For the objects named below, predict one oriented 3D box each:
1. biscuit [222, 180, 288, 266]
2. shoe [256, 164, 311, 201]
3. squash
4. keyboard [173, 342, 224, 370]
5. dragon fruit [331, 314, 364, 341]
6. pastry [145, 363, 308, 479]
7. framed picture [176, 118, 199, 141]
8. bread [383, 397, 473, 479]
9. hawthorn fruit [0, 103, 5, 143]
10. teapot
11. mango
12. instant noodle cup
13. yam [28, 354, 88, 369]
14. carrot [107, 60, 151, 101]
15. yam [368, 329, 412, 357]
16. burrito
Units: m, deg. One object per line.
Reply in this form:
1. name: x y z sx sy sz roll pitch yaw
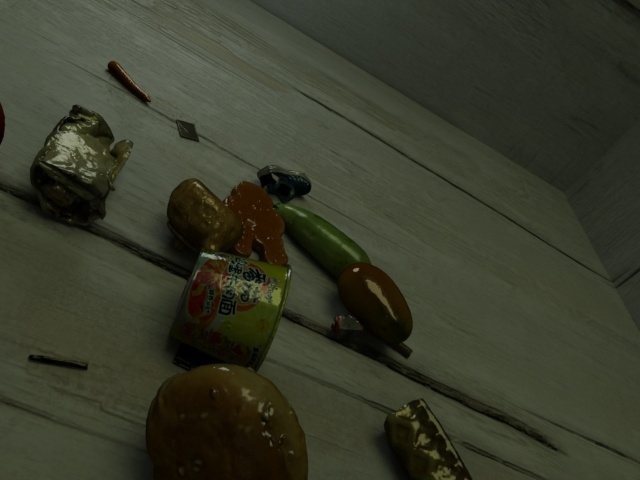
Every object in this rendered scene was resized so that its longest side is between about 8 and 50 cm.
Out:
1. biscuit: -0.193 -0.046 1.716 0.202 0.047 0.333 20 39 -28
2. shoe: -0.114 -0.173 1.933 0.207 0.092 0.106 8 65 -45
3. squash: 0.004 -0.005 1.794 0.371 0.118 0.118 42 32 10
4. keyboard: -0.223 0.287 1.297 0.198 0.010 0.063 30 31 -12
5. dragon fruit: 0.066 0.235 1.599 0.083 0.060 0.056 3 44 -29
6. pastry: -0.149 0.360 1.028 0.315 0.285 0.184 69 19 4
7. framed picture: -0.426 -0.353 1.914 0.066 0.006 0.089 10 41 -36
8. bread: 0.256 0.511 1.374 0.152 0.130 0.267 3 47 -49
9. hawthorn fruit: -0.763 -0.240 1.203 0.254 0.254 0.300 -5 40 -48
10. teapot: -0.315 -0.046 1.509 0.311 0.167 0.203 44 -1 44
11. mango: 0.157 0.170 1.655 0.254 0.139 0.175 49 33 8
12. instant noodle cup: -0.200 0.142 1.295 0.200 0.264 0.264 21 35 -12
13. yam: -0.486 0.225 1.112 0.107 0.014 0.014 18 37 -29
14. carrot: -0.608 -0.500 1.901 0.190 0.037 0.037 46 33 6
15. yam: 0.200 0.282 1.700 0.145 0.032 0.032 36 32 -4
16. burrito: -0.573 -0.184 1.435 0.190 0.135 0.331 33 28 -25
